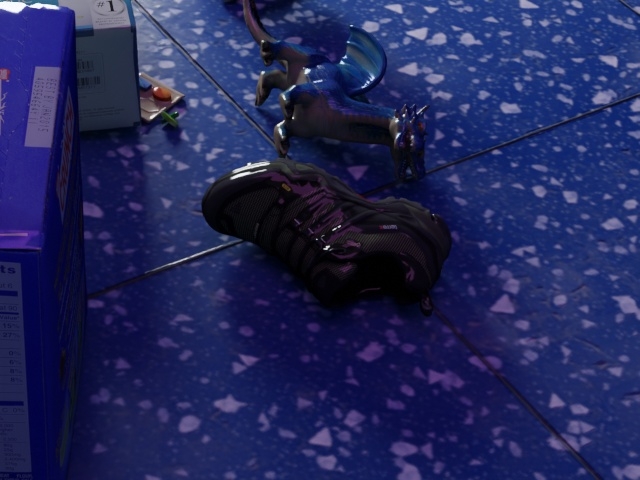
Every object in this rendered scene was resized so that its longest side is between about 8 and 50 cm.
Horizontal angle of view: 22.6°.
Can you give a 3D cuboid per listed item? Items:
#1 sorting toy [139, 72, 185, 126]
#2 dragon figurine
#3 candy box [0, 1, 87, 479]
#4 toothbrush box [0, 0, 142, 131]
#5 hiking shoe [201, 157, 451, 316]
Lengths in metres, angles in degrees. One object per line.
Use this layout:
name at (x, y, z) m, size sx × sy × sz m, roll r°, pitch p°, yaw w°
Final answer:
sorting toy at (-0.164, -0.139, 1.592) m, size 0.083 × 0.012 × 0.062 m, roll 29°, pitch 45°, yaw 23°
dragon figurine at (0.014, -0.157, 1.583) m, size 0.144 × 0.085 × 0.289 m, roll -8°, pitch 44°, yaw -17°
candy box at (-0.238, 0.029, 1.160) m, size 0.122 × 0.317 × 0.268 m, roll 3°, pitch 41°, yaw -5°
toothbrush box at (-0.302, -0.237, 1.594) m, size 0.216 × 0.126 × 0.295 m, roll -6°, pitch 42°, yaw -9°
hiking shoe at (0.000, 0.000, 1.403) m, size 0.227 × 0.086 × 0.114 m, roll 12°, pitch 38°, yaw 4°
